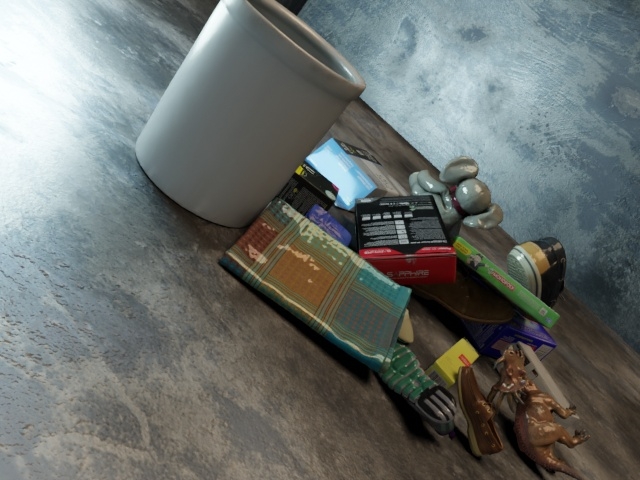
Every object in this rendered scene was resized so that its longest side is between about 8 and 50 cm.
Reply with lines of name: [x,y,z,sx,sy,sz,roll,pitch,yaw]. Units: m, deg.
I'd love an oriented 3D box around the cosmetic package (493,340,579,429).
cosmetic package: [0.542,0.379,1.505,0.060,0.099,0.239,24,26,-30]

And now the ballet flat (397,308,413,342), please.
ballet flat: [0.135,0.126,1.341,0.248,0.086,0.086,43,21,5]

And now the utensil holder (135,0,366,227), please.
utensil holder: [-0.152,-0.266,1.208,0.327,0.385,0.328,35,22,-16]

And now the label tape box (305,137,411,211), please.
label tape box: [0.110,-0.203,1.899,0.347,0.115,0.249,10,36,-55]

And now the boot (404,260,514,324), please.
boot: [0.375,0.124,1.565,0.305,0.115,0.112,23,39,10]

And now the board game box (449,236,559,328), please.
board game box: [0.466,0.105,1.577,0.317,0.046,0.213,39,2,3]

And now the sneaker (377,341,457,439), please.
sneaker: [0.175,0.288,1.140,0.224,0.083,0.098,46,-21,48]

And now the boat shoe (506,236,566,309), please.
boat shoe: [0.689,0.143,1.879,0.187,0.155,0.500,60,-1,33]

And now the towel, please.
towel: [0.010,0.077,1.181,0.370,0.040,0.271,36,34,-2]

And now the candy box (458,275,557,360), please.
candy box: [0.507,0.203,1.755,0.268,0.122,0.317,22,29,-36]

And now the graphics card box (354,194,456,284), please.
graphics card box: [0.208,-0.009,1.551,0.232,0.094,0.371,-4,27,2]

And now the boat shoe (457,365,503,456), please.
boat shoe: [0.313,0.331,1.157,0.064,0.060,0.178,-9,84,-61]

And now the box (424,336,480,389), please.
box: [0.272,0.277,1.268,0.058,0.087,0.232,48,21,17]

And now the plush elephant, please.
plush elephant: [0.443,-0.128,1.938,0.330,0.255,0.272,-32,103,-78]

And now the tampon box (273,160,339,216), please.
tampon box: [-0.047,-0.128,1.502,0.161,0.101,0.120,38,22,-8]

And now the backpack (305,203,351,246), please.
backpack: [0.000,0.000,1.348,0.120,0.098,0.101,38,50,-7]

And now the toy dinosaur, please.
toy dinosaur: [0.470,0.404,1.318,0.200,0.127,0.296,21,40,-25]
